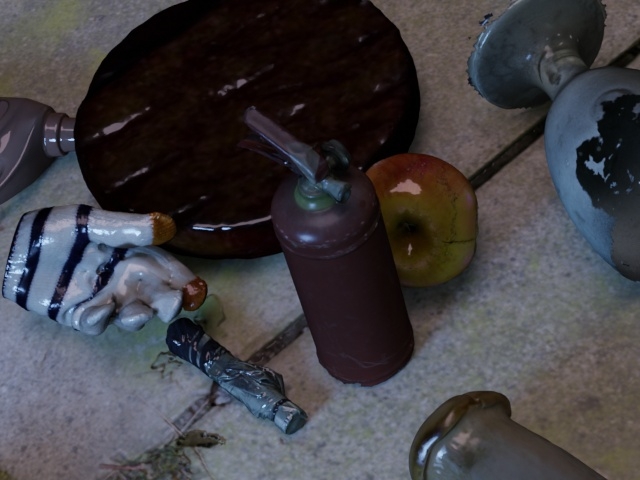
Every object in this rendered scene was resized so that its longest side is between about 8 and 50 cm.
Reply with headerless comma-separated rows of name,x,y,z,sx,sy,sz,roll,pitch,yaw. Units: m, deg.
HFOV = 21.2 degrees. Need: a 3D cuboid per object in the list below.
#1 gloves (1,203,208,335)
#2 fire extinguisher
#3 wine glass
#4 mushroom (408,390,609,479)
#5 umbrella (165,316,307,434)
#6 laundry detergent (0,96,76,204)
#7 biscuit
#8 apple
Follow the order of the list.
gloves,-0.227,0.041,1.842,0.219,0.131,0.140,15,70,5
fire extinguisher,0.000,0.000,1.673,0.147,0.337,0.106,25,60,31
wine glass,0.306,-0.115,1.792,0.190,0.190,0.357,-25,45,-6
mushroom,0.235,0.284,1.514,0.154,0.137,0.407,-48,52,-9
umbrella,-0.087,0.137,1.775,0.188,0.046,0.050,33,86,33
laundry detergent,-0.400,-0.095,2.031,0.237,0.076,0.171,2,53,14
biscuit,-0.082,-0.141,1.975,0.408,0.091,0.407,-8,48,9
apple,0.100,-0.023,1.797,0.147,0.146,0.146,-7,50,9
